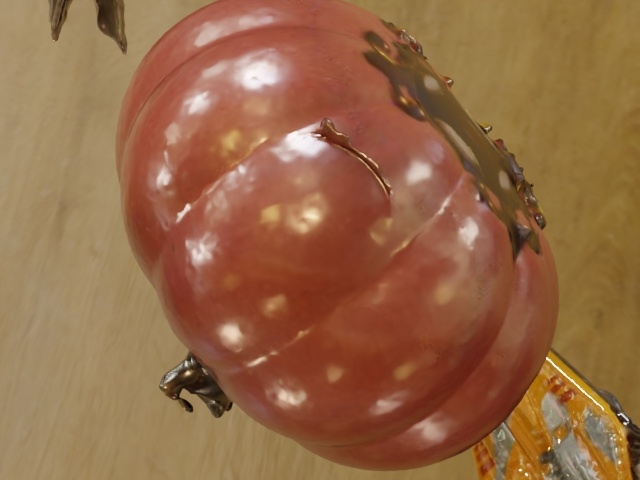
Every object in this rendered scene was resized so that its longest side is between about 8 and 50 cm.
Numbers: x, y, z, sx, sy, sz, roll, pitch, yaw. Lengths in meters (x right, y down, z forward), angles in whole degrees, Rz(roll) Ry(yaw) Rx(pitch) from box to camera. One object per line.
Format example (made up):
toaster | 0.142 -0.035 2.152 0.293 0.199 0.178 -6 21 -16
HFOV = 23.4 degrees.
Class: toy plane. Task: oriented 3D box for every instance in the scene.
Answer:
toy plane | 0.134 0.110 0.890 0.103 0.316 0.204 5 141 -38

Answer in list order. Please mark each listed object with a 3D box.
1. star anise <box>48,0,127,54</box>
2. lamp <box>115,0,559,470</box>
star anise | -0.115 -0.136 0.676 0.129 0.056 0.124 -26 94 -18
lamp | 0.000 0.000 0.547 0.140 0.182 0.182 -35 99 16
